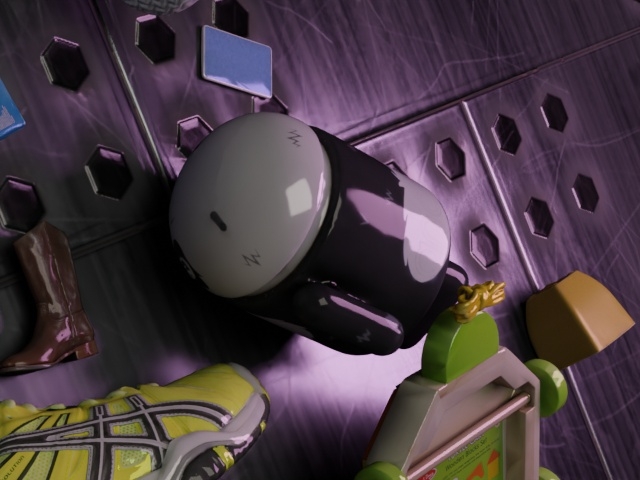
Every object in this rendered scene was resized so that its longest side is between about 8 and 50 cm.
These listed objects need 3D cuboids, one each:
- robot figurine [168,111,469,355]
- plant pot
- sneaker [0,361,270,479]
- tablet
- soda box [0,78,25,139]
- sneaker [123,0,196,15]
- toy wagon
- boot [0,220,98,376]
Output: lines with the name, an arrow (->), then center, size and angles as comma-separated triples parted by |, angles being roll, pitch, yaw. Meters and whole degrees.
robot figurine -> -0.002, 0.000, 1.358 | 0.278, 0.209, 0.173 | 26, 76, -36
plant pot -> 0.268, 0.082, 1.655 | 0.081, 0.081, 0.083 | -28, 86, -45
sneaker -> -0.177, 0.167, 1.159 | 0.147, 0.145, 0.385 | 50, 37, 5
tablet -> -0.078, -0.166, 1.453 | 0.083, 0.006, 0.054 | 13, 68, -40
soda box -> -0.315, -0.157, 1.175 | 0.067, 0.071, 0.210 | -37, 103, -43
sneaker -> -0.151, -0.379, 1.329 | 0.210, 0.137, 0.365 | -32, 101, -60
toy wagon -> 0.126, 0.193, 1.396 | 0.267, 0.068, 0.344 | -25, 120, -46
boot -> -0.226, 0.045, 1.219 | 0.106, 0.037, 0.114 | -14, 90, -58
